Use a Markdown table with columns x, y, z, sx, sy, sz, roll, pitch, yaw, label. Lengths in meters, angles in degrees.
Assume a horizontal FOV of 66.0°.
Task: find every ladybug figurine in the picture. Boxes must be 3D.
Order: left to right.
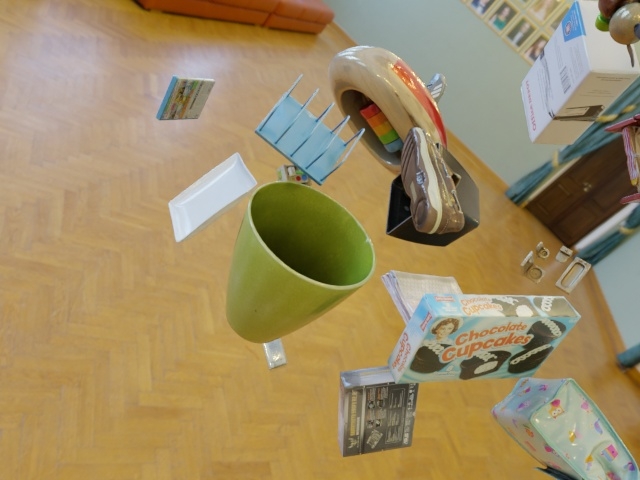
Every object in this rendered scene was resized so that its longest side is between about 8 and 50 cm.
| x | y | z | sx | sy | sz | roll | pitch | yaw | label |
| --- | --- | --- | --- | --- | --- | --- | --- | --- | --- |
| 0.205 | -0.343 | 1.351 | 0.449 | 0.162 | 0.305 | 51 | -16 | -23 | ladybug figurine |

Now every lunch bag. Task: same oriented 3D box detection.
| x | y | z | sx | sy | sz | roll | pitch | yaw | label |
| --- | --- | --- | --- | --- | --- | --- | --- | --- | --- |
| 0.534 | 0.438 | 1.066 | 0.262 | 0.160 | 0.223 | 50 | -11 | 8 | lunch bag |

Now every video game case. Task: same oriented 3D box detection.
| x | y | z | sx | sy | sz | roll | pitch | yaw | label |
| --- | --- | --- | --- | --- | --- | --- | --- | --- | --- |
| -0.345 | -0.365 | 1.270 | 0.015 | 0.119 | 0.166 | 38 | 25 | 8 | video game case |

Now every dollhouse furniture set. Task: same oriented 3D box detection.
| x | y | z | sx | sy | sz | roll | pitch | yaw | label |
| --- | --- | --- | --- | --- | --- | --- | --- | --- | --- |
| 0.740 | 0.080 | 1.548 | 0.151 | 0.144 | 0.123 | 38 | -1 | 31 | dollhouse furniture set |
| 0.910 | -0.197 | 1.226 | 0.373 | 0.152 | 0.202 | 1 | 78 | -27 | dollhouse furniture set |

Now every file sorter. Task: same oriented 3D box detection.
| x | y | z | sx | sy | sz | roll | pitch | yaw | label |
| --- | --- | --- | --- | --- | --- | --- | --- | --- | --- |
| -0.016 | -0.217 | 0.965 | 0.170 | 0.104 | 0.118 | 38 | 64 | -13 | file sorter |

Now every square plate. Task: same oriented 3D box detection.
| x | y | z | sx | sy | sz | roll | pitch | yaw | label |
| --- | --- | --- | --- | --- | --- | --- | --- | --- | --- |
| -0.401 | -0.159 | 1.822 | 0.049 | 0.344 | 0.347 | 54 | 0 | -35 | square plate |

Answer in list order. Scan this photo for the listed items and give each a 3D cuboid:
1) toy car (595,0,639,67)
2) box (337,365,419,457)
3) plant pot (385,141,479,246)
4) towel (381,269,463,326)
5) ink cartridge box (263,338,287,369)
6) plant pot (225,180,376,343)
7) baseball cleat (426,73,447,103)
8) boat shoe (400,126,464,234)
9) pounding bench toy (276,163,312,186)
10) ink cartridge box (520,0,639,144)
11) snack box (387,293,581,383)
| x | y | z | sx | sy | sz | roll | pitch | yaw | label |
| --- | --- | --- | --- | --- | --- | --- | --- | --- | --- |
| 0.721 | -0.499 | 1.117 | 0.155 | 0.148 | 0.189 | 62 | 31 | -65 | toy car |
| 0.137 | 0.413 | 1.194 | 0.182 | 0.231 | 0.056 | -5 | 27 | -9 | box |
| 0.290 | -0.090 | 1.229 | 0.166 | 0.188 | 0.188 | 28 | 51 | -20 | plant pot |
| 0.349 | 0.223 | 1.362 | 0.331 | 0.053 | 0.317 | 10 | 44 | -41 | towel |
| -0.163 | 0.284 | 1.543 | 0.060 | 0.275 | 0.239 | -17 | 76 | -9 | ink cartridge box |
| -0.078 | 0.079 | 1.019 | 0.274 | 0.294 | 0.275 | 22 | 37 | -18 | plant pot |
| 0.348 | -0.478 | 1.613 | 0.109 | 0.072 | 0.206 | 27 | 69 | -29 | baseball cleat |
| 0.219 | -0.114 | 0.952 | 0.095 | 0.095 | 0.258 | 7 | 54 | -11 | boat shoe |
| -0.049 | -0.141 | 1.072 | 0.065 | 0.083 | 0.052 | -10 | 87 | -23 | pounding bench toy |
| 0.859 | -0.550 | 1.675 | 0.166 | 0.395 | 0.286 | 2 | 69 | -3 | ink cartridge box |
| 0.305 | 0.186 | 0.927 | 0.321 | 0.187 | 0.060 | 3 | 38 | -20 | snack box |
